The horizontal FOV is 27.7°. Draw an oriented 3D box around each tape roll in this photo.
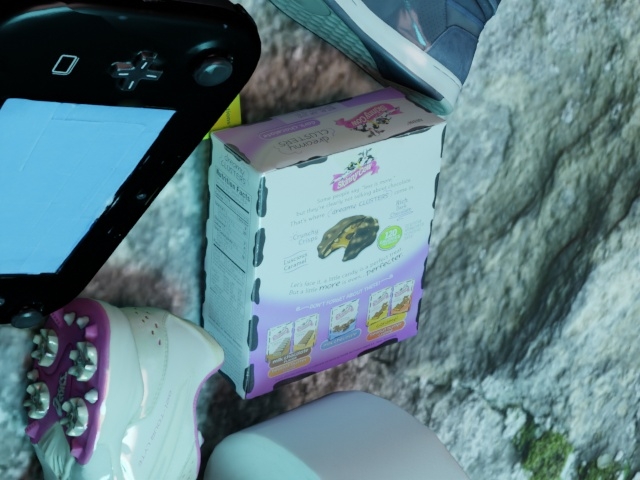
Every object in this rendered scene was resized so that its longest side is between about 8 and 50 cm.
[{"bbox_3d":[0.025,0.259,0.960,0.100,0.286,0.286,-18,116,-32],"label":"tape roll"}]

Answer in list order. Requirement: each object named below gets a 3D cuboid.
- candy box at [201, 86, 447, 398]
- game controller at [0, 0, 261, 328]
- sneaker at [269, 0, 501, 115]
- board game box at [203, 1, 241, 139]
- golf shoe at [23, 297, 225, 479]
[{"bbox_3d":[0.000,0.000,0.964,0.165,0.070,0.196,-17,129,-32],"label":"candy box"},{"bbox_3d":[-0.167,-0.036,0.741,0.166,0.067,0.319,-10,154,-42],"label":"game controller"},{"bbox_3d":[0.050,-0.216,0.945,0.226,0.086,0.163,33,83,-38],"label":"sneaker"},{"bbox_3d":[-0.142,-0.103,0.865,0.181,0.043,0.092,-17,115,-32],"label":"board game box"},{"bbox_3d":[-0.145,0.191,0.923,0.140,0.115,0.306,3,106,-43],"label":"golf shoe"}]
